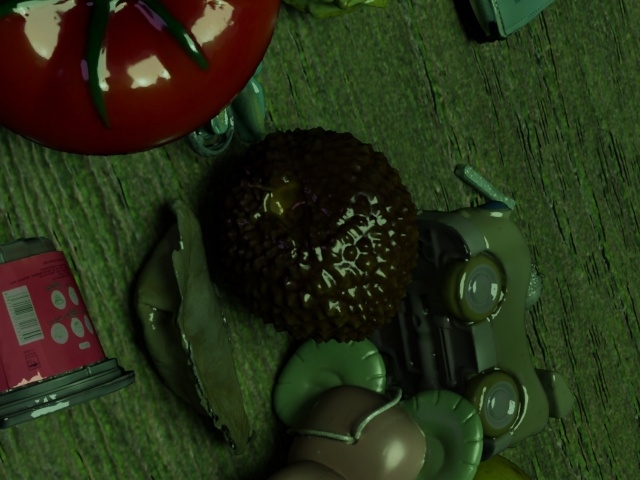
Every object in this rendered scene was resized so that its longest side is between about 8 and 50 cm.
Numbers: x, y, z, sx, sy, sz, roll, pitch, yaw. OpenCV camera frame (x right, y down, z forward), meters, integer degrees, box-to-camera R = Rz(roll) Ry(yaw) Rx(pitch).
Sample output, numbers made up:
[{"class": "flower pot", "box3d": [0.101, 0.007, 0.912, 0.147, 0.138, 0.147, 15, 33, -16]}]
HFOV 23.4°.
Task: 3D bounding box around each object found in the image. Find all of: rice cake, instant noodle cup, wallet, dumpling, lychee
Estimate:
[{"class": "rice cake", "box3d": [0.239, -0.077, 2.234, 0.121, 0.022, 0.021, 33, 70, -37]}, {"class": "instant noodle cup", "box3d": [-0.340, 0.101, 1.608, 0.258, 0.302, 0.181, -17, 89, 3]}, {"class": "wallet", "box3d": [0.244, -0.422, 2.193, 0.176, 0.075, 0.250, -41, 118, -39]}, {"class": "dumpling", "box3d": [-0.162, 0.128, 1.853, 0.166, 0.086, 0.332, -55, 131, -65]}, {"class": "lychee", "box3d": [0.000, 0.000, 1.893, 0.267, 0.267, 0.267, -2, 94, -41]}]

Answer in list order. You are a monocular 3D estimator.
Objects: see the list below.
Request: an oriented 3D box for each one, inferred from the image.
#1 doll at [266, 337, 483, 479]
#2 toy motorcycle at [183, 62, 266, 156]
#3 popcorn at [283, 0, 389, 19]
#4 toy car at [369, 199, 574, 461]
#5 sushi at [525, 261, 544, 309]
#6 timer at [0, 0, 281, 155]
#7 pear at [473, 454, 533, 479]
[{"class": "doll", "box3d": [0.043, 0.269, 1.938, 0.268, 0.284, 0.216, -61, 163, 1]}, {"class": "toy motorcycle", "box3d": [-0.133, -0.253, 1.859, 0.198, 0.109, 0.296, -21, 107, -50]}, {"class": "popcorn", "box3d": [0.012, -0.384, 1.922, 0.221, 0.184, 0.204, 23, 90, -53]}, {"class": "toy car", "box3d": [0.193, 0.103, 2.059, 0.226, 0.242, 0.336, -20, 106, -38]}, {"class": "sushi", "box3d": [0.252, 0.037, 2.216, 0.090, 0.078, 0.150, -51, 123, -20]}, {"class": "timer", "box3d": [-0.228, -0.276, 1.610, 0.378, 0.279, 0.377, -1, 95, -7]}, {"class": "pear", "box3d": [0.224, 0.389, 2.137, 0.200, 0.200, 0.200, -2, 94, -41]}]
